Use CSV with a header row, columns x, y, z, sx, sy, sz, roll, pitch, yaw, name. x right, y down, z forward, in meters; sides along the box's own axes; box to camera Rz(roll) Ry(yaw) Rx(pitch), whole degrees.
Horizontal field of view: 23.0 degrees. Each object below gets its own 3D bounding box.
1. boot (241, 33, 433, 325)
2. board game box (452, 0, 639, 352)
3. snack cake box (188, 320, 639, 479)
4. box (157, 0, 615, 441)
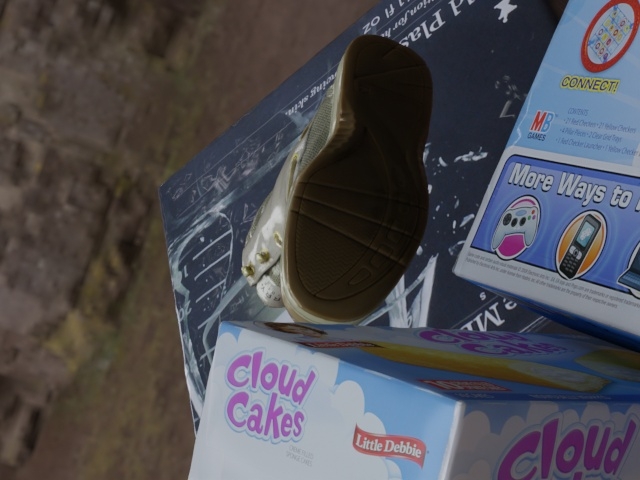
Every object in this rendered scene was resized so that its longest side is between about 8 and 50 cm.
x,y,z,sx,sy,sz,roll,pitch,yaw,name
0.000,0.000,0.940,0.165,0.077,0.213,123,165,-47,boot
0.223,-0.083,0.698,0.308,0.086,0.302,20,86,64,board game box
0.091,0.098,0.736,0.152,0.264,0.089,17,99,46,snack cake box
0.128,0.034,1.478,0.480,0.297,0.471,-38,42,22,box
